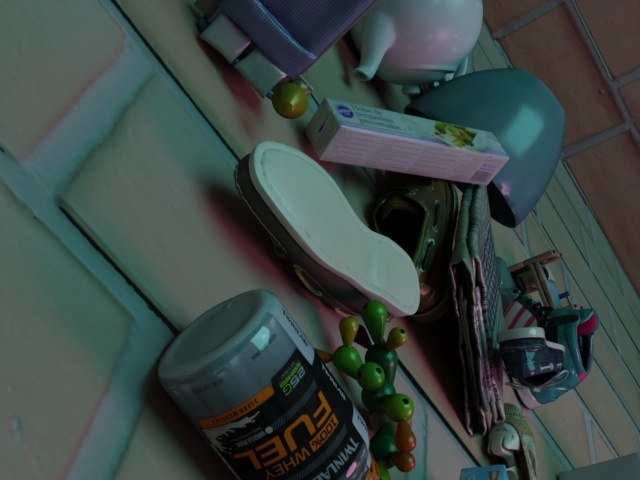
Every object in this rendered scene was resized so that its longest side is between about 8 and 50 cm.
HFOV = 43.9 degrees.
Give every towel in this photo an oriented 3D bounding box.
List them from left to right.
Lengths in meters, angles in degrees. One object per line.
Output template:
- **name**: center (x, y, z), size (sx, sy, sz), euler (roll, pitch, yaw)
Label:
- **towel**: center (0.250, 0.090, 1.219), size (0.324, 0.056, 0.312), euler (-63, 147, -58)

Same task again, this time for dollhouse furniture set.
- **dollhouse furniture set**: center (-0.053, -0.301, 0.834), size (0.303, 0.286, 0.198), euler (46, 29, -12)
- **dollhouse furniture set**: center (0.471, 0.110, 1.657), size (0.184, 0.129, 0.129), euler (15, 55, -59)

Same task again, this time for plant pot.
- **plant pot**: center (0.318, -0.193, 1.417), size (0.290, 0.195, 0.290), euler (48, 0, 0)

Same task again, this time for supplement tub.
- **supplement tub**: center (-0.037, 0.145, 0.660), size (0.190, 0.117, 0.117), euler (56, 27, -18)

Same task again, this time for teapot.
- **teapot**: center (0.169, -0.353, 1.414), size (0.252, 0.256, 0.186), euler (-119, -151, -78)

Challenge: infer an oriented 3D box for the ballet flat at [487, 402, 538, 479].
- **ballet flat**: center (0.282, 0.330, 1.167), size (0.067, 0.073, 0.206), euler (29, 40, -40)

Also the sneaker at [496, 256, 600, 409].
- **sneaker**: center (0.411, 0.141, 1.453), size (0.124, 0.179, 0.295), euler (18, 51, -57)

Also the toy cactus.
- **toy cactus**: center (0.059, 0.183, 0.863), size (0.180, 0.112, 0.218), euler (61, 15, -57)

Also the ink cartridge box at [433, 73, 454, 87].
- **ink cartridge box**: center (0.276, -0.284, 1.710), size (0.296, 0.066, 0.261), euler (-15, 81, -65)

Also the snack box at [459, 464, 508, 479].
- **snack box**: center (0.182, 0.410, 0.838), size (0.322, 0.060, 0.187), euler (-56, 133, -65)

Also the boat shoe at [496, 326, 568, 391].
- **boat shoe**: center (0.324, 0.188, 1.202), size (0.254, 0.095, 0.079), euler (41, 44, -65)

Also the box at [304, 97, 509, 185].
- **box**: center (0.133, -0.138, 1.146), size (0.324, 0.067, 0.063), euler (4, 45, -34)

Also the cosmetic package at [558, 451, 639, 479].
- **cosmetic package**: center (0.600, 0.616, 1.413), size (0.453, 0.162, 0.230), euler (51, 28, -25)

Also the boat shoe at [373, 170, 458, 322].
- **boat shoe**: center (0.136, -0.036, 1.163), size (0.104, 0.111, 0.307), euler (42, 33, -42)

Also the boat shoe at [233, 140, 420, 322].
- **boat shoe**: center (-0.001, 0.004, 0.891), size (0.305, 0.091, 0.109), euler (41, 46, -39)
